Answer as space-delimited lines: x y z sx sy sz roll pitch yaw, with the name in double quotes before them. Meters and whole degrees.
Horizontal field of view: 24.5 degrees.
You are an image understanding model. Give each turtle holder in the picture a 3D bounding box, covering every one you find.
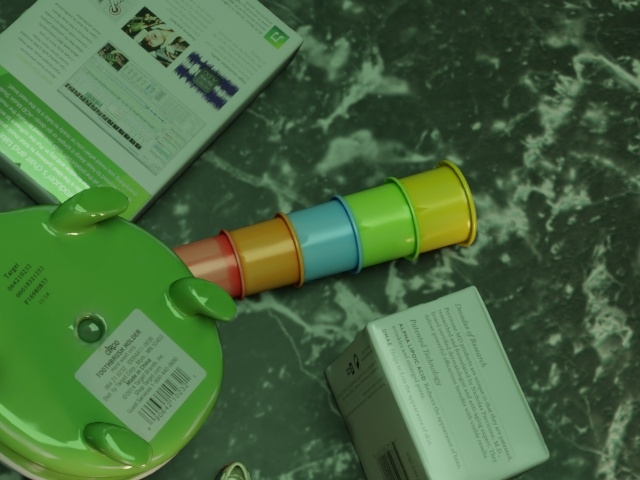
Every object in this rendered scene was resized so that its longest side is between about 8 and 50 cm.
"turtle holder" -0.255 0.095 1.314 0.320 0.227 0.243 16 65 -17

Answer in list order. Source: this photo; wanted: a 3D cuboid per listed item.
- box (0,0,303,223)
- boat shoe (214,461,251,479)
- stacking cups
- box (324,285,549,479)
"box" -0.206 -0.171 1.527 0.232 0.058 0.322 41 66 3
"boat shoe" -0.085 0.280 1.406 0.049 0.043 0.137 7 71 -13
"stacking cups" 0.000 0.000 1.493 0.316 0.096 0.096 -15 76 -18
"box" 0.106 0.165 1.416 0.119 0.181 0.182 -18 76 -19
